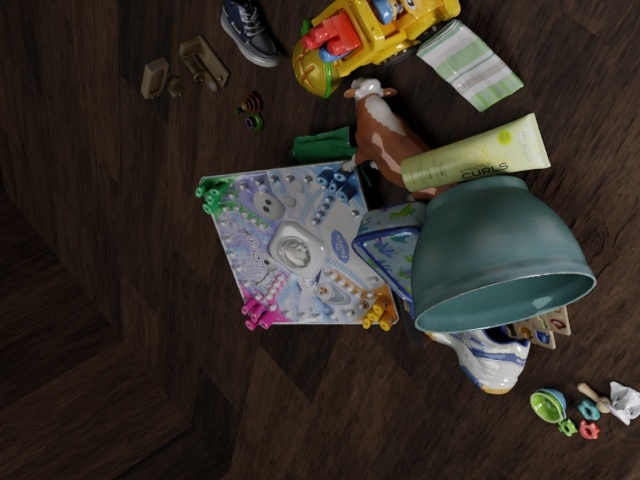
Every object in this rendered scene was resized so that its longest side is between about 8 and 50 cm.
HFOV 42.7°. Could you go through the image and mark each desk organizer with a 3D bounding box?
[{"bbox_3d":[0.207,0.157,1.740,0.047,0.050,0.130,10,124,52],"label":"desk organizer"}]

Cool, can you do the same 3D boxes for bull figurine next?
[{"bbox_3d":[0.136,-0.161,1.528,0.310,0.101,0.188,50,151,16],"label":"bull figurine"}]

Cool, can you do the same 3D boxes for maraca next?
[{"bbox_3d":[-0.009,-0.351,1.582,0.186,0.099,0.127,-115,21,-48],"label":"maraca"}]

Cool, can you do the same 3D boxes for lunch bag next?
[{"bbox_3d":[0.175,0.029,1.530,0.176,0.090,0.219,-9,137,42],"label":"lunch bag"}]

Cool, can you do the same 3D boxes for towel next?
[{"bbox_3d":[0.236,-0.275,1.308,0.152,0.023,0.113,40,153,-13],"label":"towel"}]

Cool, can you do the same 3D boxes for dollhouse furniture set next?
[{"bbox_3d":[-0.325,-0.376,1.954,0.123,0.151,0.144,53,151,10],"label":"dollhouse furniture set"}]

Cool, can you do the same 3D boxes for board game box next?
[{"bbox_3d":[-0.055,0.028,1.779,0.390,0.050,0.390,-3,118,29],"label":"board game box"}]

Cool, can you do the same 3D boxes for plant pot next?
[{"bbox_3d":[0.277,0.016,1.342,0.293,0.293,0.196,133,131,-58],"label":"plant pot"}]

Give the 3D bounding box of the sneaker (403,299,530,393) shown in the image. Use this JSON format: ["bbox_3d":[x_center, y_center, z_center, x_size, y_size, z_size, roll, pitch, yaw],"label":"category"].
[{"bbox_3d":[0.287,0.156,1.586,0.296,0.112,0.131,44,120,33],"label":"sneaker"}]

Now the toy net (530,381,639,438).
[{"bbox_3d":[0.489,0.315,1.476,0.232,0.045,0.122,-19,100,58],"label":"toy net"}]

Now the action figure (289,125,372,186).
[{"bbox_3d":[0.012,-0.184,1.719,0.232,0.063,0.137,9,125,47],"label":"action figure"}]

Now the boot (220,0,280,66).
[{"bbox_3d":[-0.149,-0.448,1.717,0.190,0.069,0.086,46,149,24],"label":"boot"}]

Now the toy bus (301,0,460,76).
[{"bbox_3d":[0.081,-0.361,1.330,0.220,0.211,0.149,-21,97,57],"label":"toy bus"}]

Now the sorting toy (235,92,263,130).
[{"bbox_3d":[-0.167,-0.296,1.900,0.061,0.042,0.102,36,142,33],"label":"sorting toy"}]

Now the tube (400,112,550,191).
[{"bbox_3d":[0.252,-0.138,1.364,0.240,0.062,0.070,-13,148,28],"label":"tube"}]

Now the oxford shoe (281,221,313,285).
[{"bbox_3d":[0.000,0.000,1.876,0.364,0.130,0.133,62,-179,-17],"label":"oxford shoe"}]

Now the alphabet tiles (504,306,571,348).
[{"bbox_3d":[0.355,0.100,1.524,0.237,0.009,0.198,12,125,50],"label":"alphabet tiles"}]
